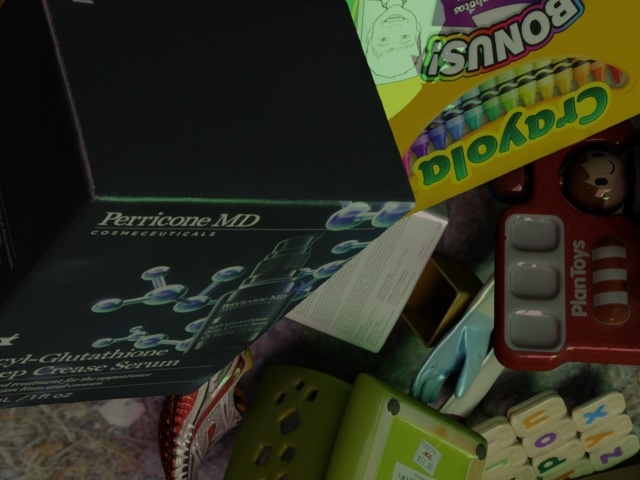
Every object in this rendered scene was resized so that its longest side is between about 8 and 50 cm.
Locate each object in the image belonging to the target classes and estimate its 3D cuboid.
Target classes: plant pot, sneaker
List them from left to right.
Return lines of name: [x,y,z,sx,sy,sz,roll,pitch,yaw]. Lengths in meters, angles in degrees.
sneaker: [-0.131,0.209,1.512,0.092,0.088,0.225,4,122,-20]
plant pot: [0.045,0.276,1.461,0.228,0.227,0.207,31,155,-30]
plant pot: [0.152,0.071,1.509,0.083,0.081,0.081,9,121,-36]

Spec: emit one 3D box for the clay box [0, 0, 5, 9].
clay box: [-0.292,-0.175,1.196,0.222,0.053,0.127,23,127,-17]

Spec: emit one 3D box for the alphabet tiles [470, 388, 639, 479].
alphabet tiles: [0.272,0.289,1.688,0.278,0.021,0.284,-29,139,3]

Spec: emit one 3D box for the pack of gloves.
pack of gloves: [0.208,0.121,1.518,0.232,0.046,0.195,-53,147,11]

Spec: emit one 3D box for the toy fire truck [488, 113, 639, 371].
toy fire truck: [0.305,-0.008,1.384,0.254,0.302,0.169,3,156,1]

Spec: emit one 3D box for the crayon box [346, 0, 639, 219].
crayon box: [0.145,-0.214,1.271,0.363,0.106,0.313,-24,126,-9]

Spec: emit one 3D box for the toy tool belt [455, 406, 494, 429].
toy tool belt: [0.192,0.240,1.659,0.052,0.051,0.083,-18,140,-23]

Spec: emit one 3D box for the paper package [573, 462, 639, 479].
paper package: [0.380,0.482,1.731,0.309,0.168,0.325,-11,116,-17]

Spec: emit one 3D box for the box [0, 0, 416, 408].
box: [-0.166,-0.027,1.126,0.293,0.212,0.395,0,152,-37]

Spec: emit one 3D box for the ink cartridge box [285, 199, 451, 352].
ink cartridge box: [0.000,0.000,1.446,0.232,0.066,0.189,24,116,-5]
